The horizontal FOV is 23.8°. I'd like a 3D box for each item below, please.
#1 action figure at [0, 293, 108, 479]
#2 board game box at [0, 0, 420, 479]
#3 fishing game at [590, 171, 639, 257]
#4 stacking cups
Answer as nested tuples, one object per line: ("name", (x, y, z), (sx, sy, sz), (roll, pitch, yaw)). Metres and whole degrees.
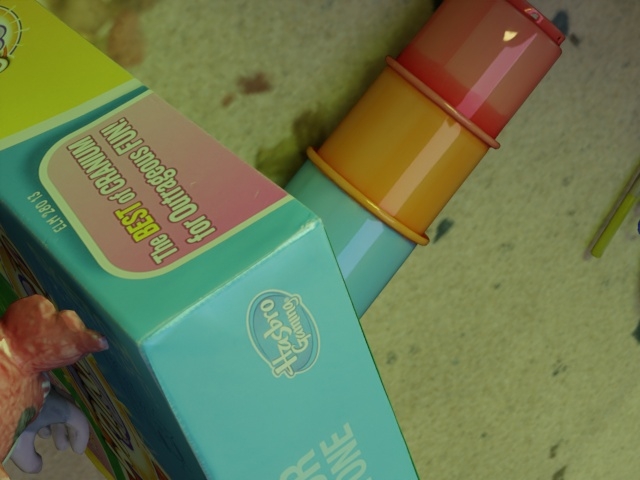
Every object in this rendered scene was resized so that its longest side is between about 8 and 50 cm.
("action figure", (-0.227, -0.003, 0.493), (0.248, 0.370, 0.275), (-40, 130, -57))
("board game box", (-0.077, 0.026, 0.593), (0.064, 0.316, 0.242), (-35, 132, -16))
("fishing game", (0.293, -0.006, 0.976), (0.264, 0.041, 0.189), (15, 112, -28))
("stacking cups", (0.000, 0.000, 0.777), (0.096, 0.096, 0.316), (29, 101, -40))
